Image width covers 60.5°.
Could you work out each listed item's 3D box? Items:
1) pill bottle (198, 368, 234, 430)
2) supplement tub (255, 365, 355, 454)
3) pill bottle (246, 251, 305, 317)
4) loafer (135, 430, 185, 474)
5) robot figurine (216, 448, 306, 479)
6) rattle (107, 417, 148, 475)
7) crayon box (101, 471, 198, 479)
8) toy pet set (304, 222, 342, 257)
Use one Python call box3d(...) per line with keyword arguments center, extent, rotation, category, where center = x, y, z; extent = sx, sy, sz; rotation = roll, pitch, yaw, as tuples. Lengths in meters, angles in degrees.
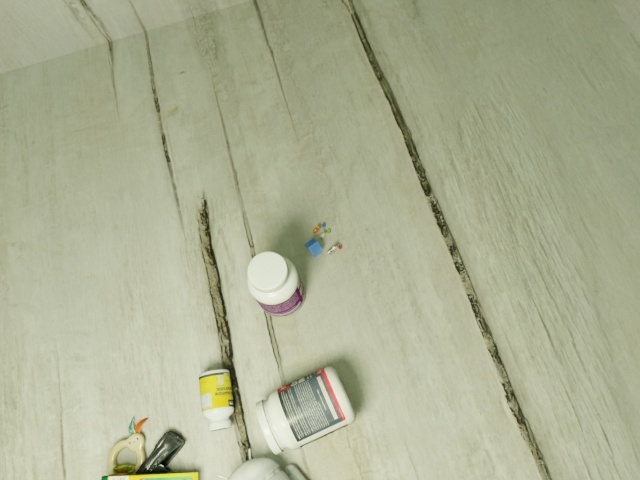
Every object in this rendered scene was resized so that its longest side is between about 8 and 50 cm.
box3d(center=(-0.337, 0.520, 1.790), extent=(0.103, 0.103, 0.184), rotation=(-12, 69, 1), category="pill bottle")
box3d(center=(-0.045, 0.529, 1.712), extent=(0.272, 0.191, 0.191), rotation=(-24, 69, -4), category="supplement tub")
box3d(center=(-0.148, 0.144, 1.809), extent=(0.170, 0.301, 0.169), rotation=(-2, 69, 5), category="pill bottle")
box3d(center=(-0.518, 0.718, 1.747), extent=(0.078, 0.076, 0.223), rotation=(26, 70, 22), category="loafer")
box3d(center=(-0.150, 0.794, 1.616), extent=(0.300, 0.199, 0.353), rotation=(-24, 63, -44), category="robot figurine")
box3d(center=(-0.627, 0.663, 1.749), extent=(0.130, 0.143, 0.199), rotation=(14, 77, 30), category="rattle")
box3d(center=(-0.511, 0.786, 1.640), extent=(0.279, 0.081, 0.165), rotation=(12, 65, -30), category="crayon box")
box3d(center=(0.000, 0.000, 1.976), extent=(0.114, 0.065, 0.122), rotation=(-35, 70, -8), category="toy pet set")
